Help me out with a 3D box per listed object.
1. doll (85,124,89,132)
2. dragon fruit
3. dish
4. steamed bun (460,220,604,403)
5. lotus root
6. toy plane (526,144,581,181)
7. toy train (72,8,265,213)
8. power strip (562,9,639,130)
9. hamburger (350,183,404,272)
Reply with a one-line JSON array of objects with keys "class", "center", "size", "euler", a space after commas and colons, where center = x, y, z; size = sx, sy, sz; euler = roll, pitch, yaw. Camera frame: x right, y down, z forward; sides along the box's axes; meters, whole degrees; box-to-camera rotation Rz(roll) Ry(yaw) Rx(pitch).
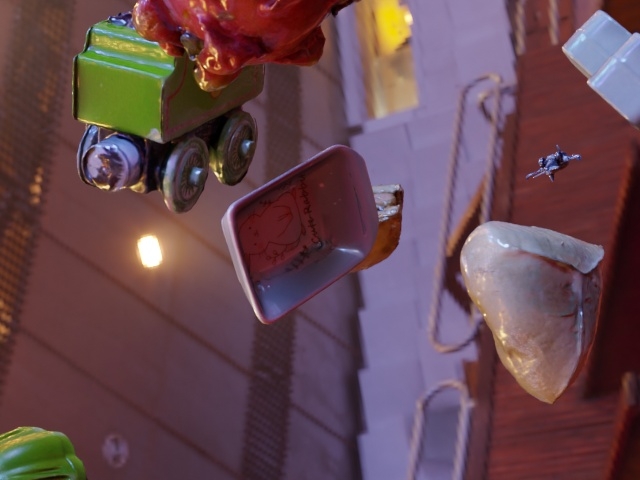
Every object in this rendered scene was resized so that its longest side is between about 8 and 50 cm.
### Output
[{"class": "doll", "center": [-0.316, -0.187, 1.965], "size": [0.070, 0.195, 0.096], "euler": [21, -159, -27]}, {"class": "dragon fruit", "center": [-0.079, -0.290, 1.257], "size": [0.228, 0.243, 0.307], "euler": [-64, -34, -28]}, {"class": "dish", "center": [-0.026, -0.019, 1.516], "size": [0.234, 0.064, 0.154], "euler": [-32, -64, -36]}, {"class": "steamed bun", "center": [0.273, 0.062, 1.581], "size": [0.212, 0.110, 0.231], "euler": [31, -122, -28]}, {"class": "lotus root", "center": [-0.443, 0.348, 1.784], "size": [0.186, 0.186, 0.186], "euler": [36, -132, -52]}, {"class": "toy plane", "center": [0.302, -0.100, 1.647], "size": [0.031, 0.078, 0.083], "euler": [62, -146, -11]}, {"class": "toy train", "center": [-0.192, -0.183, 1.687], "size": [0.307, 0.173, 0.249], "euler": [-37, -41, -56]}, {"class": "power strip", "center": [0.436, -0.217, 1.679], "size": [0.229, 0.141, 0.261], "euler": [44, -168, 11]}, {"class": "hamburger", "center": [0.000, 0.000, 1.923], "size": [0.124, 0.262, 0.131], "euler": [-81, -18, -60]}]
